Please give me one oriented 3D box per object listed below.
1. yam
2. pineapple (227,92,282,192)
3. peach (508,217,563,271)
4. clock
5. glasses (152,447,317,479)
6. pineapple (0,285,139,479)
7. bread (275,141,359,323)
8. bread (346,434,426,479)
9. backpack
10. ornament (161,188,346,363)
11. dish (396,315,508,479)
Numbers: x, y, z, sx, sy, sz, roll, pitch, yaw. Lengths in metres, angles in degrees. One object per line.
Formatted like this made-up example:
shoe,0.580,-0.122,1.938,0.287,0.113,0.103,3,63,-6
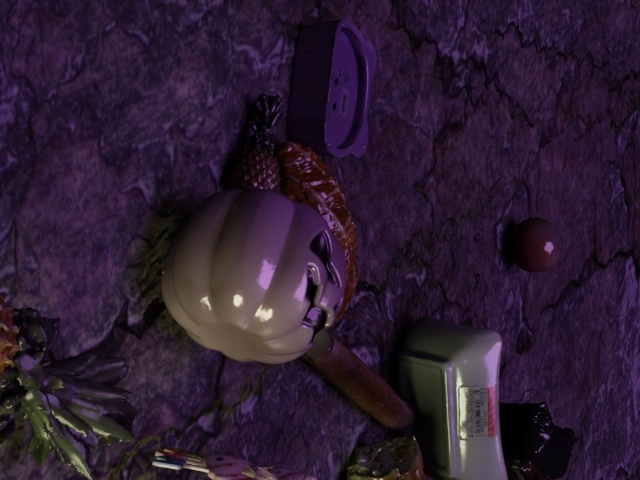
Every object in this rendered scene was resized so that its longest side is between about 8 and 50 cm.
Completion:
yam,0.047,0.170,1.929,0.264,0.046,0.046,45,53,-53
pineapple,-0.058,-0.098,1.699,0.058,0.058,0.124,50,49,-52
peach,0.312,0.008,2.376,0.083,0.083,0.083,-10,101,-61
clock,0.013,-0.166,1.828,0.110,0.050,0.152,19,77,-61
glasses,-0.067,0.265,1.626,0.255,0.162,0.095,27,89,-56
pineapple,-0.254,0.098,1.302,0.130,0.119,0.277,57,5,36
bread,0.000,0.000,1.797,0.105,0.076,0.233,-47,131,-53
bread,0.098,0.368,1.999,0.098,0.087,0.269,-52,137,-52
backpack,0.249,0.276,2.186,0.120,0.165,0.105,38,55,-47
ornament,-0.062,0.029,1.581,0.177,0.177,0.177,-10,101,-61
dish,0.155,0.211,2.044,0.077,0.151,0.212,-13,105,-38
